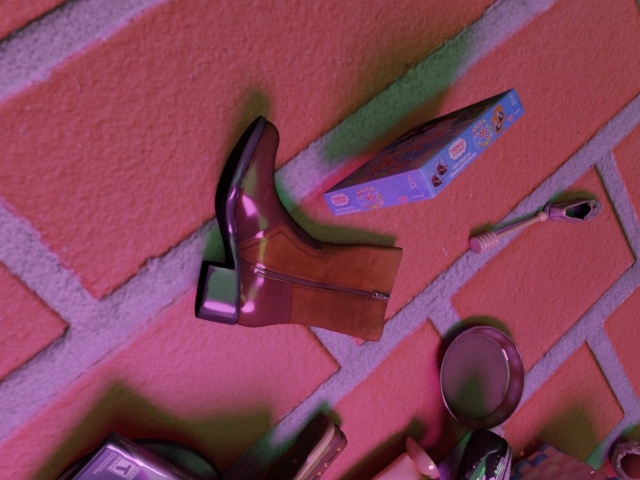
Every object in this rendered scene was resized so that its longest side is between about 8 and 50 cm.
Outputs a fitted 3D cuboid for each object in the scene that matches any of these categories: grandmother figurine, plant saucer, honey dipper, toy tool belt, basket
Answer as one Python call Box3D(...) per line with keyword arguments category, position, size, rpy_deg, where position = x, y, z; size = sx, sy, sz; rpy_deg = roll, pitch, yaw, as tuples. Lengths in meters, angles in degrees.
Box3D(category="grandmother figurine", position=(0.037, 0.452, 0.613), size=(0.342, 0.104, 0.208), rpy_deg=(-34, 104, -14))
Box3D(category="plant saucer", position=(0.268, 0.229, 0.681), size=(0.168, 0.029, 0.169), rpy_deg=(2, 83, -16))
Box3D(category="honey dipper", position=(0.323, -0.018, 0.679), size=(0.160, 0.030, 0.031), rpy_deg=(-21, 104, -17))
Box3D(category="toy tool belt", position=(0.298, 0.330, 0.711), size=(0.083, 0.052, 0.051), rpy_deg=(47, 38, -24))
Box3D(category="basket", position=(0.469, 0.520, 0.670), size=(0.201, 0.289, 0.255), rpy_deg=(-35, 108, -13))

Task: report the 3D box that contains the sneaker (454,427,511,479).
Box3D(category="sneaker", position=(0.287, 0.446, 0.623), size=(0.134, 0.146, 0.344), rpy_deg=(-34, 117, -54))

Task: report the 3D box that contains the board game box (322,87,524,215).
Box3D(category="board game box", position=(0.125, -0.106, 0.495), size=(0.211, 0.160, 0.039), rpy_deg=(-40, 109, -30))

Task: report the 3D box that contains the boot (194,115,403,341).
Box3D(category="boot", position=(0.000, 0.000, 0.537), size=(0.280, 0.096, 0.264), rpy_deg=(11, 88, -24))

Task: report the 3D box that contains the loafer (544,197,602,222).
Box3D(category="loafer", position=(0.459, -0.051, 0.715), size=(0.125, 0.039, 0.045), rpy_deg=(-5, 99, -18))

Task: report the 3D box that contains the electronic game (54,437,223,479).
Box3D(category="electronic game", position=(-0.240, 0.360, 0.528), size=(0.229, 0.048, 0.229), rpy_deg=(-4, 105, -14))

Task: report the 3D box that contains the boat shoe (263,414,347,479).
Box3D(category="boat shoe", position=(-0.028, 0.347, 0.592), size=(0.060, 0.064, 0.178), rpy_deg=(45, 80, -17))

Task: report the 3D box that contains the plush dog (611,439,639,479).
Box3D(category="plush dog", position=(0.775, 0.514, 0.836), size=(0.225, 0.262, 0.211), rpy_deg=(-36, 141, -1))

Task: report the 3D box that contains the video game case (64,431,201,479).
Box3D(category="video game case", position=(-0.210, 0.377, 0.502), size=(0.196, 0.026, 0.274), rpy_deg=(-46, 110, 1))
